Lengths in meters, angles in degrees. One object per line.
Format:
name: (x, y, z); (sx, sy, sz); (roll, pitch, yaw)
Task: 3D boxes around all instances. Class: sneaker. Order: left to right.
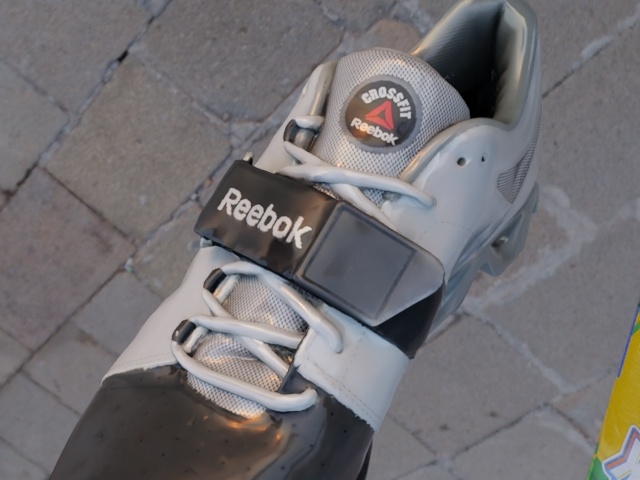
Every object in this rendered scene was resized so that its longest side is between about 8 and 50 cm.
sneaker: (0.000, 0.000, 0.372); (0.122, 0.330, 0.146); (23, 139, 21)

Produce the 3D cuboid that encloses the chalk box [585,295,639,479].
chalk box: (0.189, 0.076, 0.311); (0.132, 0.132, 0.213); (33, 123, 48)
